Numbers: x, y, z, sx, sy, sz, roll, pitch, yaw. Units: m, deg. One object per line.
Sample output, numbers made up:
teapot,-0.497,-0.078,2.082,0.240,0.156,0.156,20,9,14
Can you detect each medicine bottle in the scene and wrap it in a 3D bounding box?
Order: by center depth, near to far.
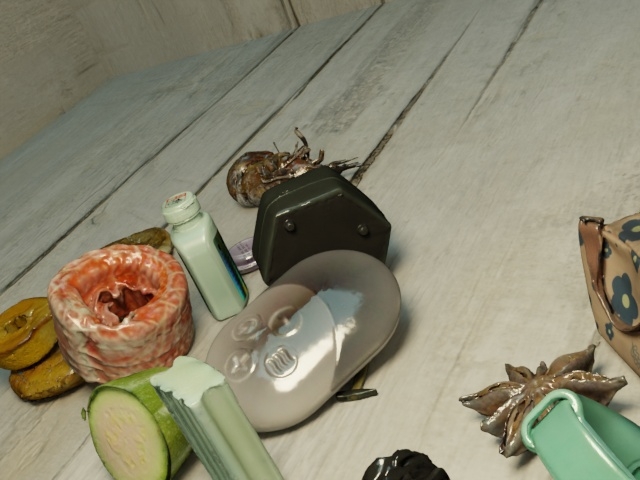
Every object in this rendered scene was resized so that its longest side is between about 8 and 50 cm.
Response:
medicine bottle,-0.209,0.023,1.550,0.083,0.229,0.121,-22,26,3

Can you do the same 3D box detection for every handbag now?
handbag,0.422,0.057,0.990,0.190,0.193,0.251,-27,25,3

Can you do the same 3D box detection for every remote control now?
remote control,-0.027,0.142,1.274,0.332,0.103,0.221,-40,48,-13

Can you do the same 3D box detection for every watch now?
watch,0.286,0.231,0.766,0.068,0.237,0.195,-50,-20,17

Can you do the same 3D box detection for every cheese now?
cheese,-0.117,0.016,1.698,0.191,0.042,0.105,-28,27,-8

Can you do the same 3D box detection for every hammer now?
hammer,0.075,0.167,1.285,0.062,0.013,0.199,-12,29,24

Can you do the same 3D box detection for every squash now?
squash,-0.244,0.259,1.229,0.170,0.170,0.123,-4,20,36

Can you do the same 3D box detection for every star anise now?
star anise,0.267,0.190,1.027,0.195,0.065,0.182,-38,24,-18

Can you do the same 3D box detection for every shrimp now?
shrimp,-0.058,-0.158,1.897,0.343,0.116,0.145,-8,54,25

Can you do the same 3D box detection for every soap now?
soap,-0.127,0.247,1.096,0.063,0.198,0.114,-39,32,-26

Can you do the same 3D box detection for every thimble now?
thimble,-0.339,0.124,1.469,0.239,0.162,0.239,3,39,-3

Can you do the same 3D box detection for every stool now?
stool,0.000,0.000,1.434,0.232,0.232,0.141,-26,24,-3

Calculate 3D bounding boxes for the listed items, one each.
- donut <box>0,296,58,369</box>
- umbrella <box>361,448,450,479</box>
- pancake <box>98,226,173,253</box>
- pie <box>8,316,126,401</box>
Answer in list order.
donut,-0.553,0.175,1.605,0.178,0.065,0.162,3,43,47
umbrella,0.064,0.355,0.854,0.118,0.118,0.340,-10,34,27
pancake,-0.446,0.055,1.902,0.282,0.049,0.282,-19,23,9
pie,-0.473,0.202,1.621,0.273,0.069,0.273,-20,25,10
